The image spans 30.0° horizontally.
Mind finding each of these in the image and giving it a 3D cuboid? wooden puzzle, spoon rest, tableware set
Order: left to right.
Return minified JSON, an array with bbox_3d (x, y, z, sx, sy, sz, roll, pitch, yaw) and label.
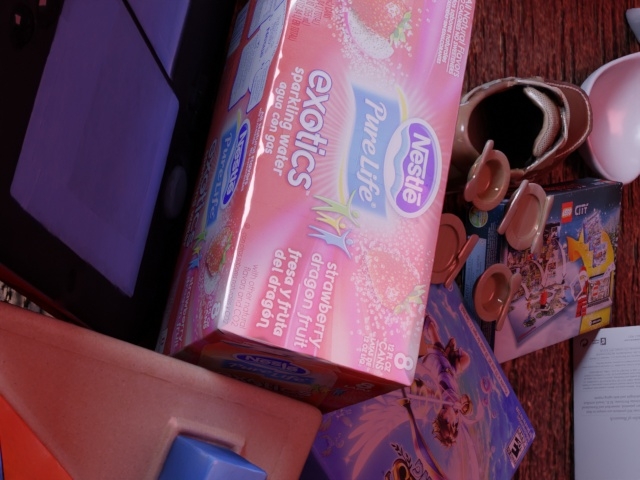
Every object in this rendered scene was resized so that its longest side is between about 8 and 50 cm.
[{"bbox_3d":[-0.155,0.220,0.715,0.348,0.080,0.322,25,85,-43],"label":"wooden puzzle"},{"bbox_3d":[0.153,-0.006,1.080,0.169,0.020,0.141,35,79,-44],"label":"tableware set"},{"bbox_3d":[0.368,-0.182,1.408,0.137,0.084,0.276,51,49,-27],"label":"spoon rest"}]

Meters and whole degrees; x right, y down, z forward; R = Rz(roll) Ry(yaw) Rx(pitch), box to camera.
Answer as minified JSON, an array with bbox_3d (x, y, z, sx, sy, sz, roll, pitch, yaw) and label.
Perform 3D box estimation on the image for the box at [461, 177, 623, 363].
[{"bbox_3d":[0.229,0.025,1.223,0.233,0.044,0.159,-10,106,-47],"label":"box"}]

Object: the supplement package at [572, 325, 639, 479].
[{"bbox_3d":[0.410,0.232,1.292,0.198,0.199,0.262,15,73,-45],"label":"supplement package"}]

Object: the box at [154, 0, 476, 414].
[{"bbox_3d":[-0.003,-0.044,0.853,0.142,0.154,0.300,18,68,-18],"label":"box"}]

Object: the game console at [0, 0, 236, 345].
[{"bbox_3d":[-0.125,-0.126,0.723,0.386,0.060,0.342,71,35,-73],"label":"game console"}]

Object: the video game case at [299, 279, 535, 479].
[{"bbox_3d":[0.070,0.155,1.049,0.244,0.061,0.269,-49,118,-39],"label":"video game case"}]

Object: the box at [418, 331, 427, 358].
[{"bbox_3d":[0.000,0.000,0.972,0.164,0.021,0.201,3,65,-34],"label":"box"}]

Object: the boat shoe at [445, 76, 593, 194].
[{"bbox_3d":[0.192,-0.105,1.182,0.324,0.116,0.123,-20,98,-47],"label":"boat shoe"}]
